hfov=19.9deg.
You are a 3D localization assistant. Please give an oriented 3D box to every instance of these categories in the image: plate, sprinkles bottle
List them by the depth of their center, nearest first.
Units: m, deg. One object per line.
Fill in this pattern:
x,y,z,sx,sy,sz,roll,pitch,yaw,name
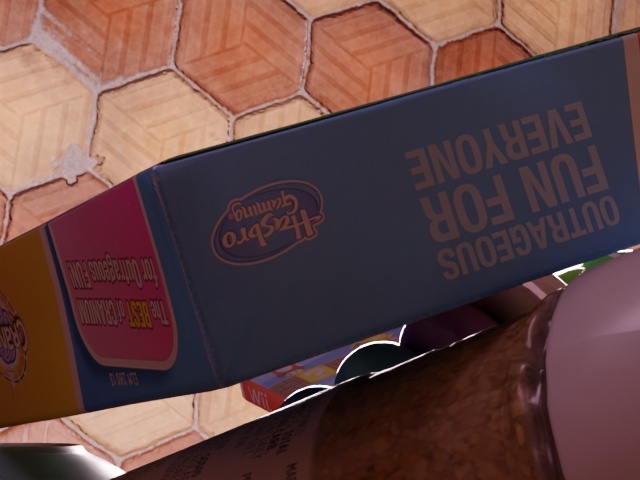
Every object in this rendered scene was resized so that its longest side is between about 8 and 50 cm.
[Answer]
-0.001,0.110,0.584,0.355,0.121,0.121,-25,-4,32,sprinkles bottle
-0.160,0.094,0.739,0.188,0.024,0.188,-1,-5,0,plate

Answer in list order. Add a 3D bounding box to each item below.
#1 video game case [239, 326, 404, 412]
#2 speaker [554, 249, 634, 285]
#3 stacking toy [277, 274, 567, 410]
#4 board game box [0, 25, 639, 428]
0.103,0.096,1.196,0.204,0.025,0.285,-21,22,-28,video game case
0.136,0.106,1.378,0.296,0.131,0.131,-21,-4,-25,speaker
-0.020,0.136,0.795,0.330,0.141,0.141,-27,-3,-14,stacking toy
0.000,0.000,0.670,0.242,0.064,0.316,-17,-1,-26,board game box
